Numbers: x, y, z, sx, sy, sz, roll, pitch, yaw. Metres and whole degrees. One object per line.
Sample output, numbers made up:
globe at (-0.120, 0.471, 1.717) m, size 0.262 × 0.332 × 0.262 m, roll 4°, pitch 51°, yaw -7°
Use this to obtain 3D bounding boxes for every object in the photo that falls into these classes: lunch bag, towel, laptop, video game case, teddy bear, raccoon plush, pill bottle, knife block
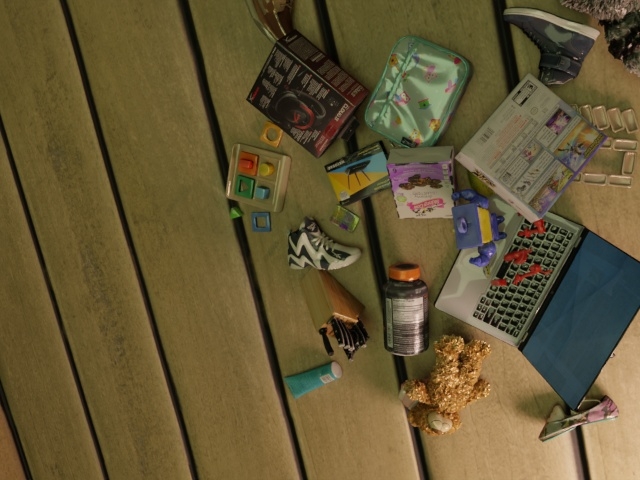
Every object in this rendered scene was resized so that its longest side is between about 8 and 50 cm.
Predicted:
lunch bag at (0.248, -0.378, 1.503) m, size 0.224 × 0.108 × 0.279 m, roll 30°, pitch 111°, yaw 12°
towel at (0.072, -0.064, 1.697) m, size 0.083 × 0.009 × 0.060 m, roll 30°, pitch 110°, yaw 12°
laptop at (0.528, 0.130, 1.442) m, size 0.408 × 0.236 × 0.381 m, roll 26°, pitch 109°, yaw 14°
video game case at (0.499, -0.221, 1.365) m, size 0.244 × 0.061 × 0.269 m, roll 41°, pitch 82°, yaw 5°
teddy bear at (0.362, 0.414, 1.610) m, size 0.245 × 0.113 × 0.338 m, roll 26°, pitch 103°, yaw -27°
raccoon plush at (0.659, -0.574, 1.170) m, size 0.216 × 0.299 × 0.446 m, roll -41°, pitch 83°, yaw 5°
pill bottle at (0.241, 0.190, 1.625) m, size 0.131 × 0.130 × 0.245 m, roll 1°, pitch 102°, yaw 21°
knife block at (0.024, 0.213, 1.652) m, size 0.276 × 0.242 × 0.088 m, roll 43°, pitch 112°, yaw 7°

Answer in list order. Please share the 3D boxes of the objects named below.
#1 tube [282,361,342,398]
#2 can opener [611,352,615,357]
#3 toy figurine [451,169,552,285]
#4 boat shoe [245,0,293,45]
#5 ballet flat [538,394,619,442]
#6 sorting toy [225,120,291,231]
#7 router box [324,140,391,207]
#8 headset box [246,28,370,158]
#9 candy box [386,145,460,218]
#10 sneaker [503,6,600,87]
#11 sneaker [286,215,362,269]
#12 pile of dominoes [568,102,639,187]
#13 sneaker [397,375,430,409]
tube at (-0.027, 0.445, 1.834) m, size 0.207 × 0.052 × 0.080 m, roll -29°, pitch 86°, yaw 29°
can opener at (0.681, 0.287, 1.525) m, size 0.186 × 0.073 × 0.059 m, roll -7°, pitch 61°, yaw 19°
toy figurine at (0.409, -0.066, 1.402) m, size 0.191 × 0.217 × 0.362 m, roll -11°, pitch 82°, yaw 45°
boat shoe at (-0.136, -0.661, 1.584) m, size 0.116 × 0.123 × 0.324 m, roll -31°, pitch 92°, yaw 21°
ballet flat at (0.687, 0.476, 1.555) m, size 0.222 × 0.077 × 0.079 m, roll -28°, pitch 73°, yaw 19°
sorting toy at (-0.198, -0.192, 1.752) m, size 0.196 × 0.047 × 0.347 m, roll 16°, pitch 107°, yaw 17°
router box at (0.118, -0.188, 1.631) m, size 0.179 × 0.046 × 0.133 m, roll -22°, pitch 94°, yaw 24°
headset box at (-0.026, -0.382, 1.553) m, size 0.293 × 0.110 × 0.218 m, roll 39°, pitch 136°, yaw -1°
candy box at (0.275, -0.150, 1.516) m, size 0.165 × 0.070 × 0.196 m, roll 0°, pitch 136°, yaw 21°
sneaker at (0.528, -0.462, 1.388) m, size 0.226 × 0.086 × 0.163 m, roll 25°, pitch 107°, yaw 13°
sneaker at (0.000, 0.000, 1.693) m, size 0.235 × 0.094 × 0.153 m, roll -2°, pitch 110°, yaw 32°
pile of dominoes at (0.654, -0.241, 1.429) m, size 0.251 × 0.040 × 0.195 m, roll 7°, pitch 101°, yaw 12°
sneaker at (0.282, 0.438, 1.708) m, size 0.070 × 0.051 × 0.134 m, roll 40°, pitch 112°, yaw 11°
